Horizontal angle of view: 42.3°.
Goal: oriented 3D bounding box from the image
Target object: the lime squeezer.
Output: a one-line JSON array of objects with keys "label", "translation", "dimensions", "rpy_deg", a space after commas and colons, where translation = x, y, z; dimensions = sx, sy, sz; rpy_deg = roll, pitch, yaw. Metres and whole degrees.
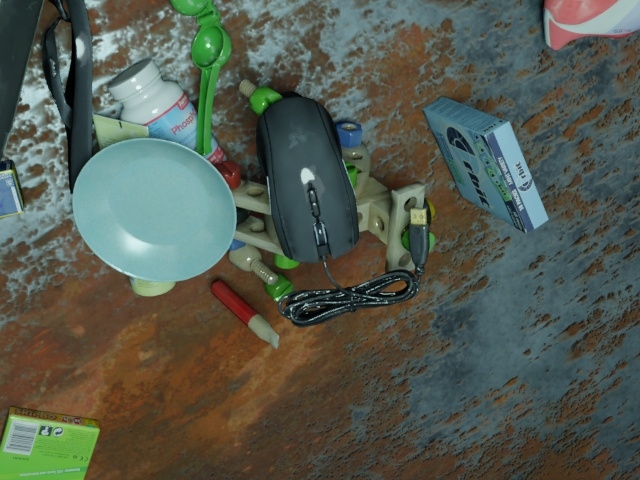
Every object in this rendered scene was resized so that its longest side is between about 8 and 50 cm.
[{"label": "lime squeezer", "translation": [-0.167, -0.263, 0.998], "dimensions": [0.110, 0.059, 0.310], "rpy_deg": [-29, 108, -37]}]

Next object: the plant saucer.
[{"label": "plant saucer", "translation": [-0.196, -0.040, 0.991], "dimensions": [0.195, 0.037, 0.195], "rpy_deg": [0, 120, 0]}]

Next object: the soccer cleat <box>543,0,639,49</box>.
[{"label": "soccer cleat", "translation": [0.461, -0.350, 1.188], "dimensions": [0.318, 0.108, 0.116], "rpy_deg": [-12, 133, -17]}]

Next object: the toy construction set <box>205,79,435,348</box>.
[{"label": "toy construction set", "translation": [0.000, 0.000, 1.039], "dimensions": [0.257, 0.237, 0.309], "rpy_deg": [4, 118, -49]}]

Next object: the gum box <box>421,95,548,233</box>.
[{"label": "gum box", "translation": [0.223, -0.108, 1.135], "dimensions": [0.041, 0.184, 0.157], "rpy_deg": [-32, 116, -6]}]

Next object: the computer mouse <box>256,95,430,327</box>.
[{"label": "computer mouse", "translation": [0.030, -0.036, 0.921], "dimensions": [0.184, 0.060, 0.262], "rpy_deg": [-8, 96, -3]}]

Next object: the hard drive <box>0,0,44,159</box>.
[{"label": "hard drive", "translation": [-0.389, -0.226, 0.758], "dimensions": [0.064, 0.339, 0.237], "rpy_deg": [-5, 118, -59]}]

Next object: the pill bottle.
[{"label": "pill bottle", "translation": [-0.192, -0.141, 1.030], "dimensions": [0.087, 0.087, 0.160], "rpy_deg": [-35, 117, -5]}]

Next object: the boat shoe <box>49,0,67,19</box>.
[{"label": "boat shoe", "translation": [-0.344, -0.302, 0.867], "dimensions": [0.156, 0.187, 0.500], "rpy_deg": [7, 114, -46]}]

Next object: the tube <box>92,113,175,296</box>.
[{"label": "tube", "translation": [-0.230, -0.042, 1.047], "dimensions": [0.070, 0.062, 0.240], "rpy_deg": [-9, 122, -5]}]

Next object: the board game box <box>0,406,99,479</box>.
[{"label": "board game box", "translation": [-0.410, 0.364, 1.170], "dimensions": [0.124, 0.039, 0.259], "rpy_deg": [15, 101, -23]}]

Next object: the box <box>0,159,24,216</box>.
[{"label": "box", "translation": [-0.448, -0.048, 0.993], "dimensions": [0.169, 0.054, 0.059], "rpy_deg": [-14, 114, -15]}]

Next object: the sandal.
[{"label": "sandal", "translation": [-0.299, -0.175, 0.974], "dimensions": [0.054, 0.097, 0.254], "rpy_deg": [-2, 110, -19]}]
